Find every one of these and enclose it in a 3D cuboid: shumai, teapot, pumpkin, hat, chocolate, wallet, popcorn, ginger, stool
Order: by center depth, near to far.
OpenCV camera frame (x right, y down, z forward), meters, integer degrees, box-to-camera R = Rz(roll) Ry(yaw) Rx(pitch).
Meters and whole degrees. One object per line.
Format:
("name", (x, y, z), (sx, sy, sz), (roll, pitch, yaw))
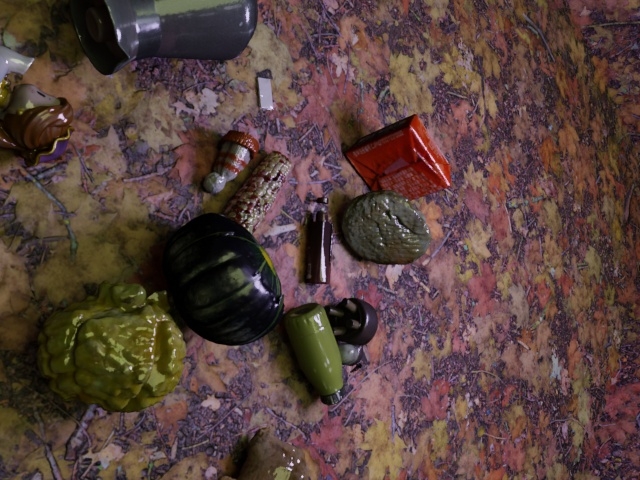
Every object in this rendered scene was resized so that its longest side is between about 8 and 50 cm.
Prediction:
("popcorn", (-0.389, 0.209, 1.134), (0.270, 0.224, 0.258), (-29, 96, -34))
("teapot", (-0.341, -0.507, 1.273), (0.343, 0.253, 0.300), (-27, 69, -36))
("pumpkin", (-0.235, 0.093, 1.273), (0.295, 0.295, 0.296), (7, 80, -41))
("ginger", (-0.148, 0.570, 1.364), (0.221, 0.130, 0.276), (24, 63, -28))
("hat", (-0.220, -0.181, 1.428), (0.093, 0.112, 0.163), (26, 76, -7))
("wallet", (-0.146, -0.387, 1.565), (0.044, 0.011, 0.084), (-3, 87, -42))
("stool", (0.077, 0.246, 1.605), (0.121, 0.125, 0.217), (19, 80, -49))
("chocolate", (0.236, -0.234, 1.743), (0.235, 0.237, 0.108), (48, 46, -25))
("shumai", (0.189, -0.056, 1.749), (0.272, 0.222, 0.204), (41, 20, -19))

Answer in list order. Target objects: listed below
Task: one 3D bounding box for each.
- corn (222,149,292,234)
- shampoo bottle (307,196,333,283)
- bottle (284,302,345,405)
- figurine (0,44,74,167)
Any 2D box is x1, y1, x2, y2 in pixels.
("corn", (-0.151, -0.118, 1.472), (0.092, 0.092, 0.281), (48, 55, -27))
("shampoo bottle", (0.001, 0.000, 1.613), (0.067, 0.068, 0.237), (11, 79, -41))
("bottle", (-0.005, 0.297, 1.535), (0.112, 0.112, 0.260), (-29, 104, -40))
("figurine", (-0.570, -0.248, 1.086), (0.263, 0.142, 0.189), (39, 92, -33))
